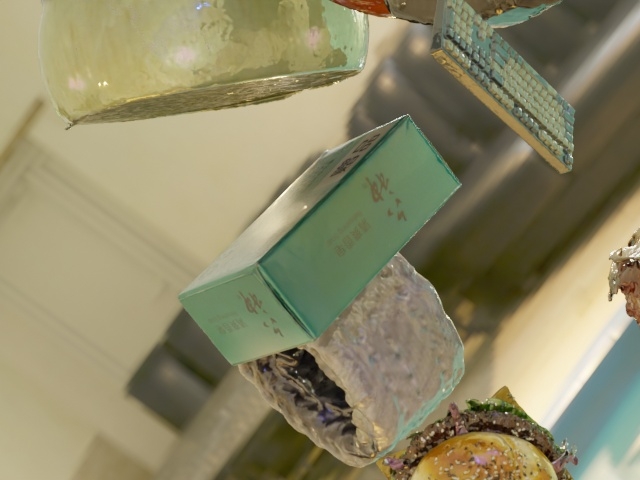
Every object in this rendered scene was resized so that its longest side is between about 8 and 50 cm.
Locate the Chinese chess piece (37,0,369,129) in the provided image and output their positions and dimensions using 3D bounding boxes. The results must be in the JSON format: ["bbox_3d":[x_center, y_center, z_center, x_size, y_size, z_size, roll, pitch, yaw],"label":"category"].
[{"bbox_3d":[-0.123,-0.216,1.863,0.349,0.146,0.349,-10,0,0],"label":"Chinese chess piece"}]

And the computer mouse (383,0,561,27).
[{"bbox_3d":[0.107,-0.290,1.308,0.100,0.269,0.170,-18,15,-33],"label":"computer mouse"}]

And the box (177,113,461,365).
[{"bbox_3d":[0.000,0.000,1.667,0.245,0.092,0.153,-46,15,-32],"label":"box"}]

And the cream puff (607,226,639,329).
[{"bbox_3d":[0.509,0.017,2.031,0.350,0.228,0.350,-40,4,3],"label":"cream puff"}]

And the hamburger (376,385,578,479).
[{"bbox_3d":[0.148,0.228,1.577,0.164,0.189,0.093,-43,24,17],"label":"hamburger"}]

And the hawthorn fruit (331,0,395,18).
[{"bbox_3d":[0.030,-0.310,1.553,0.261,0.224,0.224,15,60,37],"label":"hawthorn fruit"}]

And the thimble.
[{"bbox_3d":[0.023,0.108,1.888,0.157,0.245,0.217,-42,-5,-26],"label":"thimble"}]

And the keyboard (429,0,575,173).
[{"bbox_3d":[0.130,-0.109,1.228,0.014,0.176,0.055,-13,57,34],"label":"keyboard"}]
